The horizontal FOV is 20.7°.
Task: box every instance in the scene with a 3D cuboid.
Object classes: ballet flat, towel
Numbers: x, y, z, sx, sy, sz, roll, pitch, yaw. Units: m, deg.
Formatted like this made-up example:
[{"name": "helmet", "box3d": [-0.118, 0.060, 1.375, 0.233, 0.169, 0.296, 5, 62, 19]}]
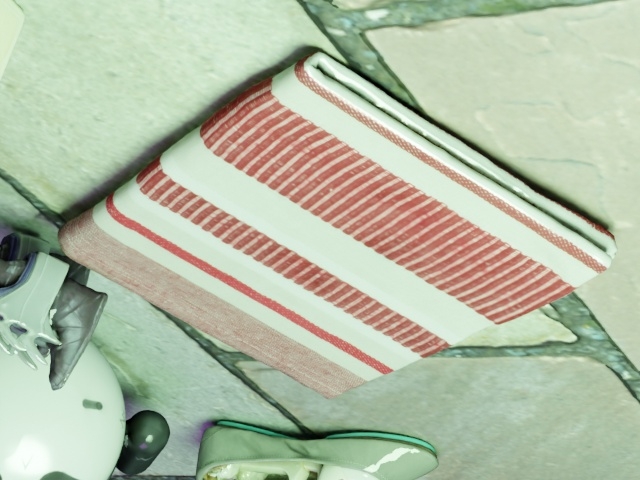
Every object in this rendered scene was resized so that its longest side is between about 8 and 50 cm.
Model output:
[{"name": "ballet flat", "box3d": [-0.006, 0.194, 1.444, 0.213, 0.068, 0.072, 2, 150, 25]}, {"name": "towel", "box3d": [0.000, 0.000, 1.111, 0.237, 0.037, 0.329, 30, 149, -21]}]

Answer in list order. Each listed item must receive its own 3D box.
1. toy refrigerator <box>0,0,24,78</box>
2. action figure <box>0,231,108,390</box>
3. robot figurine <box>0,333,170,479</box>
[{"name": "toy refrigerator", "box3d": [-0.312, -0.103, 1.012, 0.269, 0.102, 0.094, -3, 148, 34]}, {"name": "action figure", "box3d": [-0.281, -0.011, 1.174, 0.285, 0.099, 0.185, 33, 167, -20]}, {"name": "robot figurine", "box3d": [-0.254, 0.167, 1.410, 0.173, 0.209, 0.278, 48, 152, 4]}]
